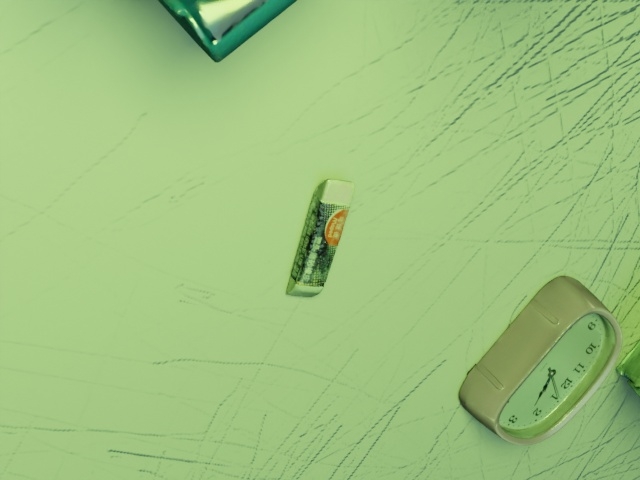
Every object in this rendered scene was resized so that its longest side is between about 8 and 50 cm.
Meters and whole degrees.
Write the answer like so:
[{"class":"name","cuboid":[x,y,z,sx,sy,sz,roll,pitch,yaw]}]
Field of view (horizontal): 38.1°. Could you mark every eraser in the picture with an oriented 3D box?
[{"class":"eraser","cuboid":[0.000,0.000,0.679,0.027,0.019,0.099,6,112,-28]}]

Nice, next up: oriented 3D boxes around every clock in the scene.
[{"class":"clock","cuboid":[0.205,0.115,0.821,0.110,0.050,0.153,35,97,-35]}]

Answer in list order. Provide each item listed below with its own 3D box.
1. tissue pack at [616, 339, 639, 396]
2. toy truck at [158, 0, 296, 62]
[{"class":"tissue pack","cuboid":[0.441,0.128,0.818,0.263,0.146,0.198,34,100,-1]},{"class":"toy truck","cuboid":[-0.111,-0.252,0.397,0.146,0.175,0.367,-39,126,-5]}]
